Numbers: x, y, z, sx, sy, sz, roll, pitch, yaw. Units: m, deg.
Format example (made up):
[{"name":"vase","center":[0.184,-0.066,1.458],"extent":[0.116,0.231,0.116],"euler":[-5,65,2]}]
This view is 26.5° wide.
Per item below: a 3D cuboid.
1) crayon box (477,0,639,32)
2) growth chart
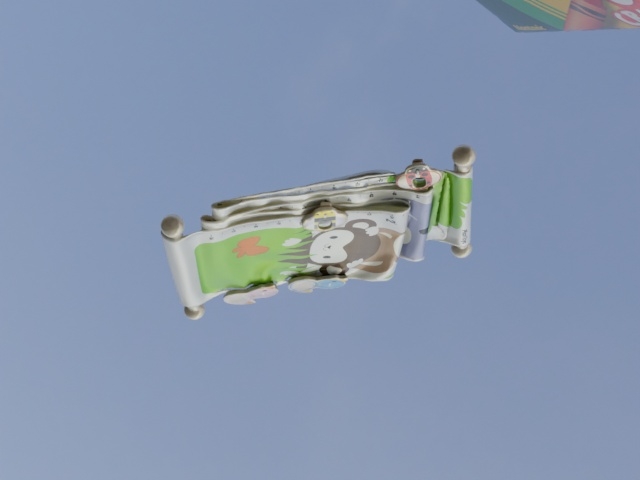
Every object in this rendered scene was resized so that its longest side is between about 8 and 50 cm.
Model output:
[{"name":"crayon box","center":[0.105,-0.234,0.696],"extent":[0.106,0.313,0.363],"euler":[-61,-156,-6]},{"name":"growth chart","center":[0.000,0.000,0.974],"extent":[0.237,0.172,0.021],"euler":[-12,-118,5]}]
